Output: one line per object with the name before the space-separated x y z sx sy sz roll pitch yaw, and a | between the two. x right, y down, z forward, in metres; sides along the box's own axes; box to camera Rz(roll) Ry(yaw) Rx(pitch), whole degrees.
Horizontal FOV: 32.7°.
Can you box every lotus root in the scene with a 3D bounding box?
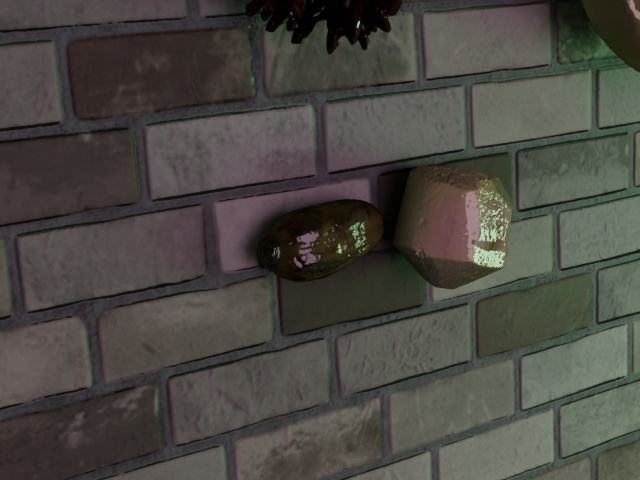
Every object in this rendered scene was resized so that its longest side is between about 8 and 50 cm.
lotus root | 0.000 0.000 1.317 0.179 0.080 0.089 -17 106 -33

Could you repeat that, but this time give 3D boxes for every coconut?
coconut | 0.166 -0.014 1.384 0.147 0.147 0.152 11 89 -34

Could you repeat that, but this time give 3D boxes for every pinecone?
pinecone | -0.004 -0.302 1.194 0.208 0.208 0.207 -7 103 -31

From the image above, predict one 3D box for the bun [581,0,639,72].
bun | 0.494 -0.393 1.484 0.364 0.202 0.364 -5 102 -25
